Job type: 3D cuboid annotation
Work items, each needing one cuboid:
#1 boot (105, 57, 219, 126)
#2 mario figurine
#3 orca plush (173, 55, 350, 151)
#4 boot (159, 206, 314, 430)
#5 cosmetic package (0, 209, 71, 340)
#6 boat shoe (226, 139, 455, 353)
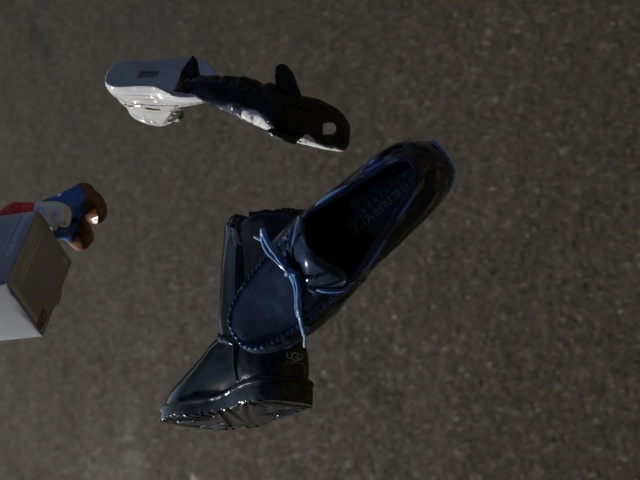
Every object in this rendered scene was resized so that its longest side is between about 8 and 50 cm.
[{"bbox_3d":[-0.279,-0.276,2.452,0.258,0.095,0.123,10,152,31],"label":"boot"},{"bbox_3d":[-0.495,0.022,2.097,0.170,0.320,0.198,27,126,42],"label":"mario figurine"},{"bbox_3d":[-0.078,-0.237,2.029,0.287,0.151,0.102,26,111,13],"label":"orca plush"},{"bbox_3d":[-0.082,0.085,1.351,0.246,0.094,0.207,-25,57,53],"label":"boot"},{"bbox_3d":[-0.433,0.051,1.546,0.127,0.237,0.107,-81,-27,-44],"label":"cosmetic package"},{"bbox_3d":[0.000,0.000,1.130,0.109,0.089,0.258,45,108,14],"label":"boat shoe"}]
